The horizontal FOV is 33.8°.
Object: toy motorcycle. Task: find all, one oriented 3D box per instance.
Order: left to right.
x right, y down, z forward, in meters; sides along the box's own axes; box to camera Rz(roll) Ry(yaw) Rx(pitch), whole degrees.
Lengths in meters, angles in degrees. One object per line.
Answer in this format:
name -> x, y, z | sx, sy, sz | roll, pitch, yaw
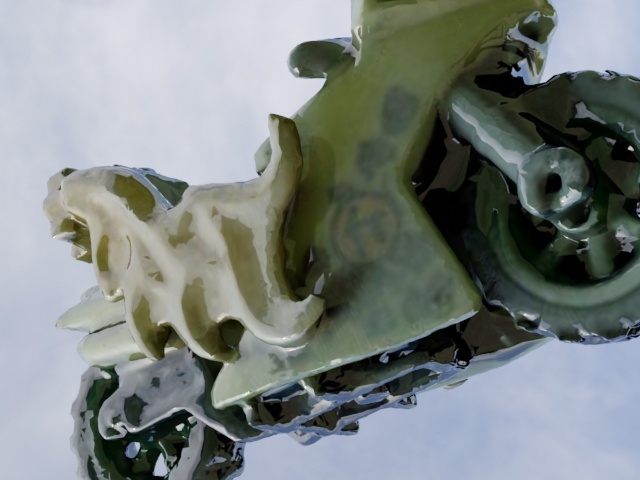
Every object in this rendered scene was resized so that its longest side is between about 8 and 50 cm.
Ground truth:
toy motorcycle -> 0.000, 0.000, 0.576 | 0.168, 0.410, 0.237 | 20, -133, -52
